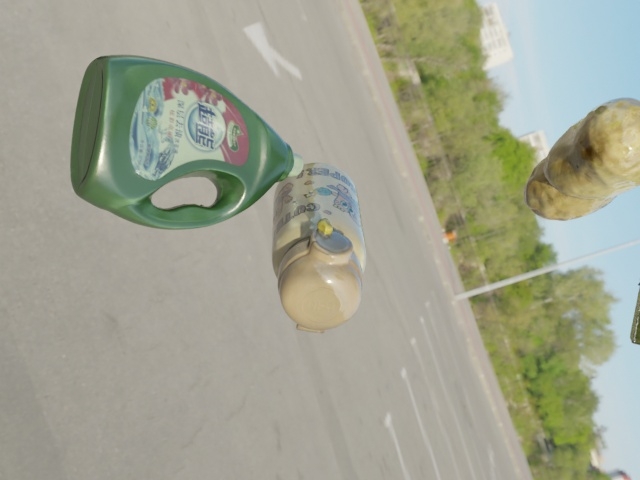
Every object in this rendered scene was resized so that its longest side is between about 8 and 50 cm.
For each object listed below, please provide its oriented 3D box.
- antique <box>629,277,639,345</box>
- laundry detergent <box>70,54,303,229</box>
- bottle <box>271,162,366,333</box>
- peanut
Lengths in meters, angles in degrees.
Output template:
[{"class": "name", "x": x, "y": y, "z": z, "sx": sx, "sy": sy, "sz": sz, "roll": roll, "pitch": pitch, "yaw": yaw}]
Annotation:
[{"class": "antique", "x": 0.369, "y": 0.000, "z": 0.736, "sx": 0.081, "sy": 0.080, "sz": 0.221, "roll": 8, "pitch": 93, "yaw": -69}, {"class": "laundry detergent", "x": -0.104, "y": -0.073, "z": 0.640, "sx": 0.210, "sy": 0.063, "sz": 0.137, "roll": 11, "pitch": 83, "yaw": -41}, {"class": "bottle", "x": 0.000, "y": 0.000, "z": 0.753, "sx": 0.209, "sy": 0.097, "sz": 0.110, "roll": -95, "pitch": -164, "yaw": -59}, {"class": "peanut", "x": 0.276, "y": -0.076, "z": 0.761, "sx": 0.228, "sy": 0.104, "sz": 0.086, "roll": 90, "pitch": -16, "yaw": -77}]
